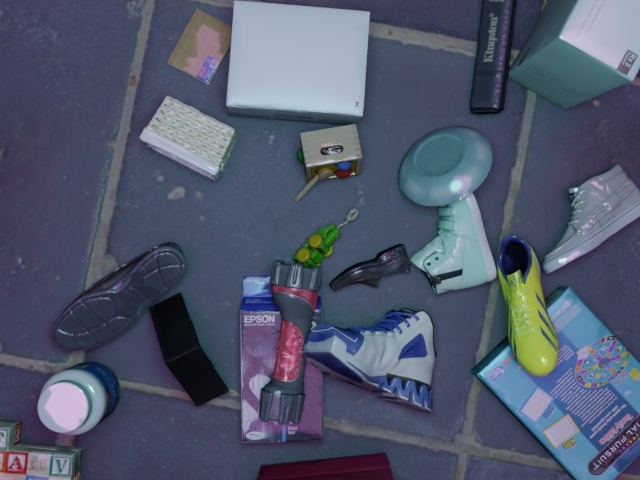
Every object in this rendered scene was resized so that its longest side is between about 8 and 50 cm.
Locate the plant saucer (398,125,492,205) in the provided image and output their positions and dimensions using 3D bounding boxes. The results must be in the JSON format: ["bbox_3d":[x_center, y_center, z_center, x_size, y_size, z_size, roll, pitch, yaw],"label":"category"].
[{"bbox_3d":[0.237,-0.157,1.788,0.195,0.037,0.194,-15,52,20],"label":"plant saucer"}]

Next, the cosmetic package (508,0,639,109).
[{"bbox_3d":[0.495,-0.387,1.686,0.156,0.385,0.217,29,88,-1],"label":"cosmetic package"}]

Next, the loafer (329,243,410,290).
[{"bbox_3d":[0.101,0.067,1.830,0.170,0.062,0.061,-25,94,-1],"label":"loafer"}]

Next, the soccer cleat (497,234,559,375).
[{"bbox_3d":[0.386,0.120,1.748,0.094,0.121,0.289,-17,52,20],"label":"soccer cleat"}]

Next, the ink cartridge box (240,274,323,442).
[{"bbox_3d":[-0.077,0.231,1.821,0.166,0.065,0.332,-2,88,-1],"label":"ink cartridge box"}]

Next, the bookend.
[{"bbox_3d":[-0.258,0.215,1.801,0.072,0.156,0.157,-26,133,-2],"label":"bookend"}]

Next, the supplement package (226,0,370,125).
[{"bbox_3d":[-0.045,-0.342,1.787,0.262,0.145,0.203,4,90,-4],"label":"supplement package"}]

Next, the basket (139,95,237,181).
[{"bbox_3d":[-0.254,-0.201,1.800,0.167,0.113,0.103,26,86,-1],"label":"basket"}]

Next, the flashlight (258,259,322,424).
[{"bbox_3d":[-0.064,0.192,1.738,0.103,0.103,0.303,9,88,-2],"label":"flashlight"}]

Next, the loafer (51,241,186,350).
[{"bbox_3d":[-0.393,0.108,1.811,0.303,0.095,0.109,-36,110,2],"label":"loafer"}]

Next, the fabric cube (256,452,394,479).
[{"bbox_3d":[0.016,0.559,1.719,0.258,0.259,0.254,-6,90,0],"label":"fabric cube"}]

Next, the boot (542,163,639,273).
[{"bbox_3d":[0.525,-0.046,1.835,0.258,0.095,0.123,-33,84,-10],"label":"boot"}]

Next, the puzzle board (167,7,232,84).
[{"bbox_3d":[-0.239,-0.392,1.856,0.096,0.011,0.128,28,89,-2],"label":"puzzle board"}]

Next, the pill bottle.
[{"bbox_3d":[-0.458,0.300,1.729,0.124,0.221,0.124,0,89,-2],"label":"pill bottle"}]

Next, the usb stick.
[{"bbox_3d":[0.348,-0.389,1.842,0.077,0.045,0.277,6,87,43],"label":"usb stick"}]

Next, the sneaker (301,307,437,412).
[{"bbox_3d":[0.115,0.198,1.770,0.316,0.128,0.182,31,68,-34],"label":"sneaker"}]

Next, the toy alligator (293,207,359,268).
[{"bbox_3d":[0.000,0.000,1.835,0.189,0.056,0.051,-50,50,-2],"label":"toy alligator"}]

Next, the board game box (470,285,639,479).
[{"bbox_3d":[0.509,0.298,1.824,0.254,0.079,0.336,-43,90,-1],"label":"board game box"}]

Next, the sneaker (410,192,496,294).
[{"bbox_3d":[0.240,-0.019,1.814,0.151,0.094,0.255,-19,91,-6],"label":"sneaker"}]

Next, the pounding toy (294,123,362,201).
[{"bbox_3d":[0.008,-0.151,1.807,0.141,0.130,0.100,-10,77,-2],"label":"pounding toy"}]

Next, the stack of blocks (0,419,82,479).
[{"bbox_3d":[-0.625,0.443,1.788,0.297,0.087,0.171,5,88,-1],"label":"stack of blocks"}]
